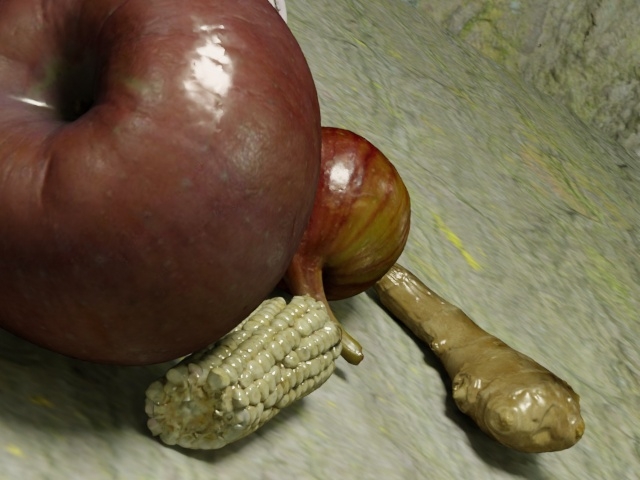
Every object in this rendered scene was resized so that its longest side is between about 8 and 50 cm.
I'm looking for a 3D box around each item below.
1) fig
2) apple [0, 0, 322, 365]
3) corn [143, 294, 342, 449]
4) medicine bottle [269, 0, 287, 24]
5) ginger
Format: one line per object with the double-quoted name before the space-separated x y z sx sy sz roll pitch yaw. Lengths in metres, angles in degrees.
"fig" -0.005 -0.006 1.093 0.175 0.175 0.207 33 42 -9
"apple" -0.135 -0.055 0.819 0.306 0.305 0.235 54 -2 37
"corn" -0.050 0.101 0.885 0.087 0.087 0.211 40 24 8
"medicine bottle" -0.131 -0.232 1.259 0.170 0.170 0.293 32 2 -11
"ginger" 0.144 0.115 1.167 0.131 0.086 0.294 -2 35 -45
